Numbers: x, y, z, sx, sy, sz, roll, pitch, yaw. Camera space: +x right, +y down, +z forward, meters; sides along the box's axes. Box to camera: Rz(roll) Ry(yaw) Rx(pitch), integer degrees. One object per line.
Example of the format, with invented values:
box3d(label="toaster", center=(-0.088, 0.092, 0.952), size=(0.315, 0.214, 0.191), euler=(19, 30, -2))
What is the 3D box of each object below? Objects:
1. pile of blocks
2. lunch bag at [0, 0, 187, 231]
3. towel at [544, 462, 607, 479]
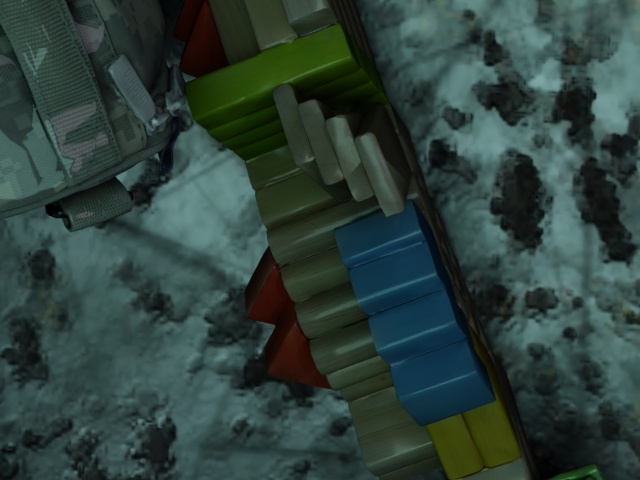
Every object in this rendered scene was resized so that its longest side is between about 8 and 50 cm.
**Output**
box3d(label="pile of blocks", center=(0.000, 0.000, 0.857), size=(0.112, 0.149, 0.362), euler=(-21, 98, 10))
box3d(label="lunch bag", center=(-0.198, -0.157, 0.719), size=(0.212, 0.256, 0.305), euler=(-33, 120, -25))
box3d(label="towel", center=(0.121, 0.184, 0.902), size=(0.113, 0.023, 0.152), euler=(-24, 132, 11))
